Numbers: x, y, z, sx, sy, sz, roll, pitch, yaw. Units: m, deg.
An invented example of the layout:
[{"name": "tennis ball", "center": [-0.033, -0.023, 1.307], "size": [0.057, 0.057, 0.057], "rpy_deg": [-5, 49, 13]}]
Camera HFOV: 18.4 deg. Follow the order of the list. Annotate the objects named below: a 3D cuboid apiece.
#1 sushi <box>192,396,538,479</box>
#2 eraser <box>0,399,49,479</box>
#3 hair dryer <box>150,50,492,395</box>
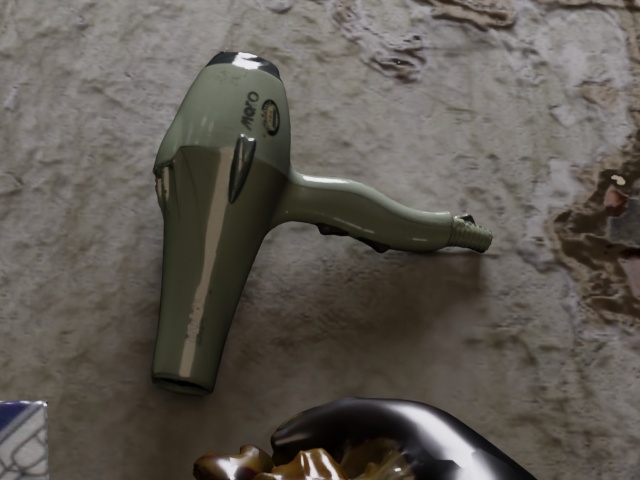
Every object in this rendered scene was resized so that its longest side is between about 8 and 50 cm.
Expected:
[{"name": "sushi", "center": [0.035, 0.206, 1.122], "size": [0.200, 0.204, 0.213], "rpy_deg": [-4, 102, -40]}, {"name": "eraser", "center": [-0.261, 0.160, 1.143], "size": [0.210, 0.068, 0.124], "rpy_deg": [0, 65, -11]}, {"name": "hair dryer", "center": [-0.026, 0.017, 1.269], "size": [0.225, 0.088, 0.219], "rpy_deg": [35, 69, -10]}]
